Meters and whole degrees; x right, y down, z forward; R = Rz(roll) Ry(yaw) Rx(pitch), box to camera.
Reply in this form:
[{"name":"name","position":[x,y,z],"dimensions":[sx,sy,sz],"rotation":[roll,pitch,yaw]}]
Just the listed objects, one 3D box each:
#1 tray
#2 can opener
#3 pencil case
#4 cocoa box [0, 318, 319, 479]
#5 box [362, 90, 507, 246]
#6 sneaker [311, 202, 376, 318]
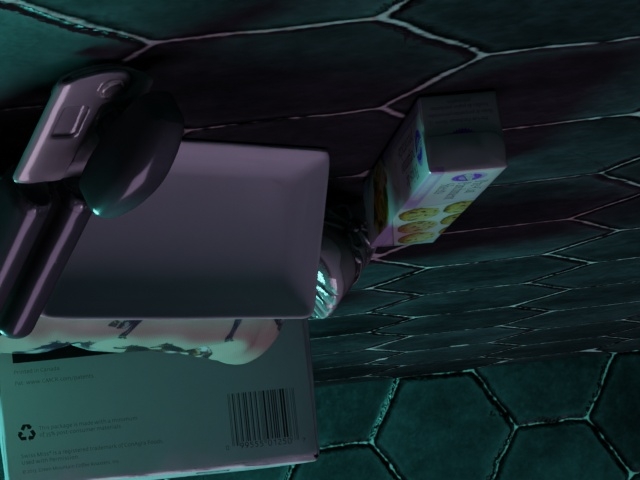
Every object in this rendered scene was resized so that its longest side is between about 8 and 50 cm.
[{"name":"tray","position":[-0.110,-0.010,1.460],"dimensions":[0.270,0.145,0.030],"rotation":[2,-172,-40]},{"name":"can opener","position":[-0.188,-0.016,1.272],"dimensions":[0.074,0.093,0.280],"rotation":[-4,145,-38]},{"name":"pencil case","position":[-0.209,0.028,1.526],"dimensions":[0.410,0.160,0.183],"rotation":[1,170,-38]},{"name":"cocoa box","position":[-0.194,0.156,2.063],"dimensions":[0.347,0.231,0.228],"rotation":[-5,172,-9]},{"name":"box","position":[0.090,-0.054,1.536],"dimensions":[0.067,0.063,0.324],"rotation":[-6,170,-9]},{"name":"sneaker","position":[0.000,0.000,1.738],"dimensions":[0.115,0.105,0.281],"rotation":[-43,-176,-5]}]
